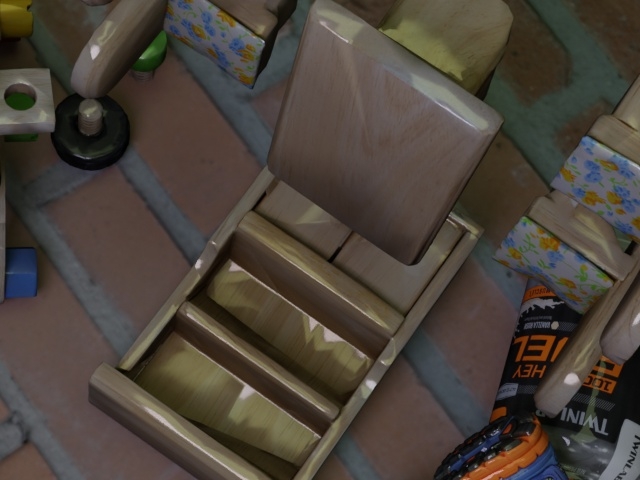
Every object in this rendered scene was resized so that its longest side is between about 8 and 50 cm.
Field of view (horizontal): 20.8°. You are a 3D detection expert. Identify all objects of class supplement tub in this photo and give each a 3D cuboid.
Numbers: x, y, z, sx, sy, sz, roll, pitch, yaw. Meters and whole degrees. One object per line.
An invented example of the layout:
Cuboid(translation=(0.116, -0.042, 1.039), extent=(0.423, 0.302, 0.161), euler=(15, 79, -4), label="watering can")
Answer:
Cuboid(translation=(0.184, 0.101, 1.214), extent=(0.117, 0.117, 0.190), euler=(17, 71, -2), label="supplement tub")

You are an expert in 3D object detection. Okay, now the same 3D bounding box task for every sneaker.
Cuboid(translation=(0.075, 0.204, 1.139), extent=(0.221, 0.083, 0.087), euler=(-37, 96, 25), label="sneaker")

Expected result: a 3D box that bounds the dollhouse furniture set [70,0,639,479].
Cuboid(translation=(0.000, 0.000, 1.077), extent=(0.362, 0.394, 0.256), euler=(34, 70, 5), label="dollhouse furniture set")

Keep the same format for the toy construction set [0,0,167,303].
Cuboid(translation=(-0.283, -0.114, 1.160), extent=(0.308, 0.237, 0.257), euler=(20, 69, -1), label="toy construction set")
